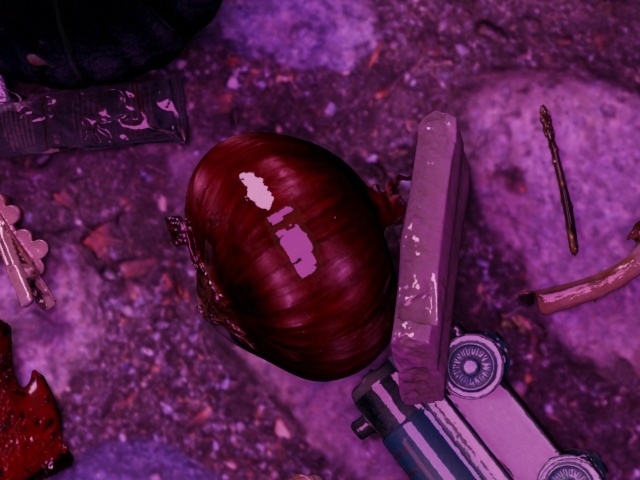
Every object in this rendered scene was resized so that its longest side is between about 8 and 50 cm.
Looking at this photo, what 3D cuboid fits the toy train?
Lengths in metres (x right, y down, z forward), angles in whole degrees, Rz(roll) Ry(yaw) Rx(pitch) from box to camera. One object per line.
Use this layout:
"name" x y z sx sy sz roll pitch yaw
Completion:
"toy train" 0.162 0.224 1.740 0.194 0.120 0.298 -39 81 8

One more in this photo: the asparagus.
"asparagus" 0.256 -0.065 1.803 0.016 0.013 0.166 -10 84 -4

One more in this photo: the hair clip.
"hair clip" -0.349 -0.015 1.863 0.062 0.056 0.214 -37 73 19

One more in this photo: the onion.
"onion" 0.000 0.000 1.715 0.285 0.273 0.273 -29 82 -14

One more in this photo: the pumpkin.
"pumpkin" -0.262 -0.337 1.771 0.363 0.266 0.363 -1 82 10

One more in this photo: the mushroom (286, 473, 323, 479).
"mushroom" -0.051 0.377 1.765 0.099 0.096 0.278 22 92 10

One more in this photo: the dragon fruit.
"dragon fruit" -0.342 0.178 1.820 0.122 0.092 0.192 -6 84 7

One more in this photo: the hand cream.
"hand cream" -0.268 -0.128 1.838 0.248 0.052 0.075 -8 102 -8

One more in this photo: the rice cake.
"rice cake" 0.113 0.012 1.702 0.050 0.106 0.298 0 55 15

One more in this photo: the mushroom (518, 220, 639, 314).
"mushroom" 0.298 0.032 1.769 0.187 0.061 0.060 -28 87 8

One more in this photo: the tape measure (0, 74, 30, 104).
"tape measure" -0.376 -0.154 1.872 0.094 0.054 0.091 -33 93 4
